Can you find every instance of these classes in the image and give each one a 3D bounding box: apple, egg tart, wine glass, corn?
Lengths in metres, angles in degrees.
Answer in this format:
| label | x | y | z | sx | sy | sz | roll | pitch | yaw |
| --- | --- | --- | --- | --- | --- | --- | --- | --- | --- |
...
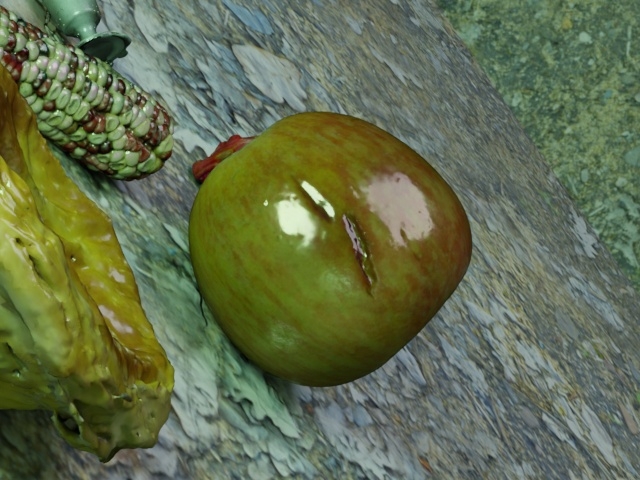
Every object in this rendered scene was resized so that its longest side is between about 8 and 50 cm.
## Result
| label | x | y | z | sx | sy | sz | roll | pitch | yaw |
| --- | --- | --- | --- | --- | --- | --- | --- | --- | --- |
| apple | 0.000 | 0.000 | 1.682 | 0.264 | 0.264 | 0.264 | 45 | 21 | -22 |
| egg tart | -0.227 | 0.007 | 1.223 | 0.352 | 0.150 | 0.352 | 63 | -1 | 2 |
| wine glass | -0.254 | -0.246 | 1.800 | 0.072 | 0.072 | 0.155 | 14 | 44 | -62 |
| corn | -0.245 | -0.137 | 1.605 | 0.280 | 0.092 | 0.092 | 31 | 29 | -41 |

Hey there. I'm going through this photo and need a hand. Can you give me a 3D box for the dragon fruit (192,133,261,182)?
| label | x | y | z | sx | sy | sz | roll | pitch | yaw |
| --- | --- | --- | --- | --- | --- | --- | --- | --- | --- |
| dragon fruit | -0.006 | -0.060 | 1.952 | 0.262 | 0.134 | 0.211 | 44 | 18 | -24 |
